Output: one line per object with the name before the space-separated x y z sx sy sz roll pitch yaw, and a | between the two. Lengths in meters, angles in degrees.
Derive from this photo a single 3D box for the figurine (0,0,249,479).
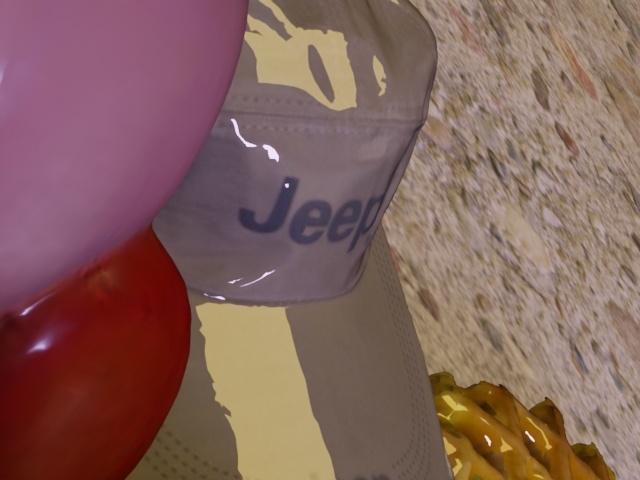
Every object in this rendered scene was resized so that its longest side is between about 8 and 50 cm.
figurine | -0.121 -0.067 0.569 0.270 0.211 0.261 24 39 -57

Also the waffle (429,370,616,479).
waffle | 0.127 0.199 0.958 0.307 0.060 0.312 23 39 -53

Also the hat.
hat | 0.000 0.000 0.774 0.214 0.149 0.244 -8 57 -45
